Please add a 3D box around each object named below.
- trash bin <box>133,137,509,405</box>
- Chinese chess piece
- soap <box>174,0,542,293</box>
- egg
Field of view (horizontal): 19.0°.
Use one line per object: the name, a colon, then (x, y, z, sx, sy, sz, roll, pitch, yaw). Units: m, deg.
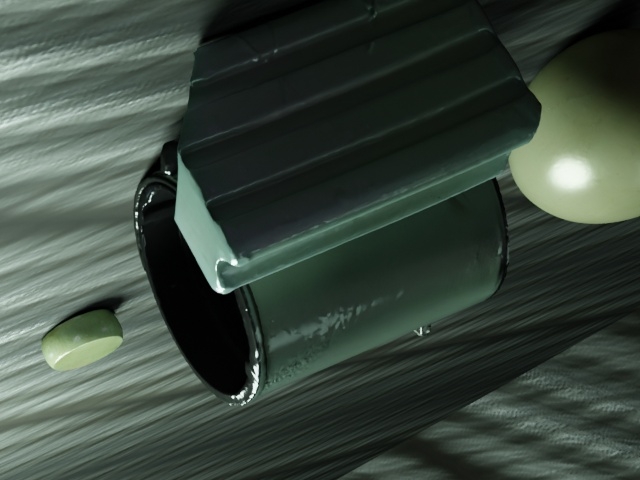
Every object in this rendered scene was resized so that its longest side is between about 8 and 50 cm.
trash bin: (0.000, 0.000, 1.691, 0.262, 0.217, 0.277, -23, 131, -23)
Chinese chess piece: (-0.242, 0.101, 1.940, 0.084, 0.034, 0.084, -25, 165, -7)
soap: (0.014, -0.093, 1.497, 0.289, 0.173, 0.095, -24, 165, -21)
egg: (0.291, -0.112, 1.924, 0.186, 0.186, 0.241, -16, 171, -41)
